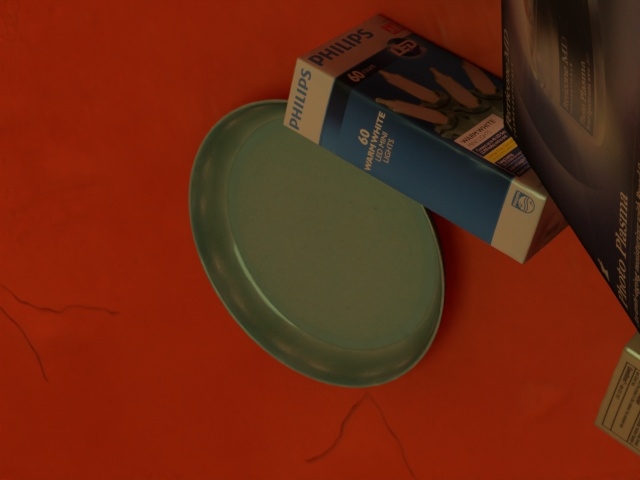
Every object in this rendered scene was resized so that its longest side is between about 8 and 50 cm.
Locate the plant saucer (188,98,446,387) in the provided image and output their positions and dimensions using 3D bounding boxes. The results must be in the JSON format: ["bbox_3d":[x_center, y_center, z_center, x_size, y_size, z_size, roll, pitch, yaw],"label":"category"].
[{"bbox_3d":[0.000,0.000,1.572,0.317,0.043,0.318,19,125,30],"label":"plant saucer"}]

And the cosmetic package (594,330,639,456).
[{"bbox_3d":[0.389,0.162,1.261,0.296,0.129,0.153,36,153,18],"label":"cosmetic package"}]

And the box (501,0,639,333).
[{"bbox_3d":[0.253,-0.125,1.066,0.294,0.182,0.296,-114,12,-46],"label":"box"}]

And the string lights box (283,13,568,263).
[{"bbox_3d":[0.111,-0.095,1.364,0.259,0.133,0.077,31,131,21],"label":"string lights box"}]
